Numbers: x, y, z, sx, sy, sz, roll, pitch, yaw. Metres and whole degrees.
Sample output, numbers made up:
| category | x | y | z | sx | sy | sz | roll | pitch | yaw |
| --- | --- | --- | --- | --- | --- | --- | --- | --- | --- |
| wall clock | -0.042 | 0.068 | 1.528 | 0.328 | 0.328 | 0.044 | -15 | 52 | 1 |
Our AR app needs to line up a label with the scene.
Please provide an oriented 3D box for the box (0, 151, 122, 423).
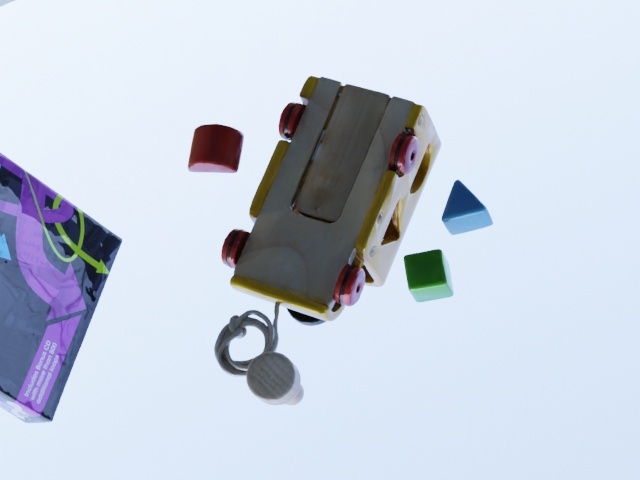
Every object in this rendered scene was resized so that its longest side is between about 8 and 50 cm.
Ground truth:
| category | x | y | z | sx | sy | sz | roll | pitch | yaw |
| --- | --- | --- | --- | --- | --- | --- | --- | --- | --- |
| box | -0.185 | 0.009 | 0.872 | 0.029 | 0.162 | 0.116 | -8 | -125 | 45 |

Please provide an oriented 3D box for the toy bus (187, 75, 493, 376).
| category | x | y | z | sx | sy | sz | roll | pitch | yaw |
| --- | --- | --- | --- | --- | --- | --- | --- | --- | --- |
| toy bus | 0.009 | -0.009 | 1.157 | 0.202 | 0.104 | 0.191 | -25 | -116 | 5 |

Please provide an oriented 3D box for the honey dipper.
| category | x | y | z | sx | sy | sz | roll | pitch | yaw |
| --- | --- | --- | --- | --- | --- | --- | --- | --- | --- |
| honey dipper | -0.023 | 0.092 | 1.055 | 0.030 | 0.030 | 0.161 | -36 | 170 | -1 |

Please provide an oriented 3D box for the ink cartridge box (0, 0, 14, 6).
| category | x | y | z | sx | sy | sz | roll | pitch | yaw |
| --- | --- | --- | --- | --- | --- | --- | --- | --- | --- |
| ink cartridge box | -0.115 | -0.292 | 0.810 | 0.223 | 0.129 | 0.307 | -17 | -122 | 24 |
